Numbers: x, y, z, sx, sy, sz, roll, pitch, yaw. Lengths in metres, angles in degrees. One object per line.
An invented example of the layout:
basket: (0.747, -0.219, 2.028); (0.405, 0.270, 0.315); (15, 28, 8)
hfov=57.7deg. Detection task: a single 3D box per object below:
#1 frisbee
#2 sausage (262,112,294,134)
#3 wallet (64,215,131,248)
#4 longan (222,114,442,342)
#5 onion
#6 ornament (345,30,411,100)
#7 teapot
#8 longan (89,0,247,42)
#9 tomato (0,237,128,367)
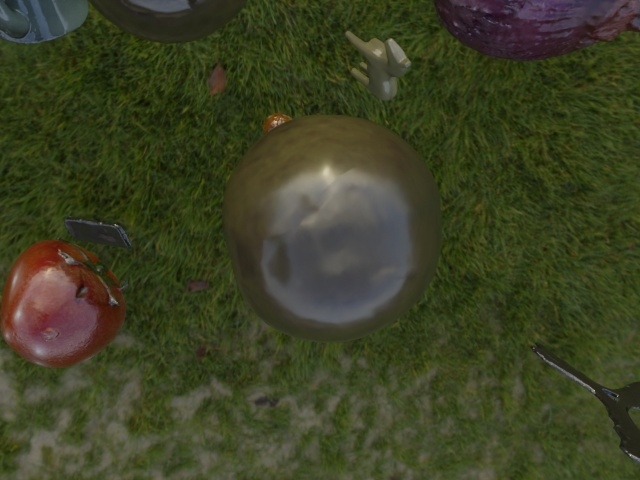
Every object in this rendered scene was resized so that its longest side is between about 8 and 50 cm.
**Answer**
frisbee: (0.346, 0.185, 0.720); (0.187, 0.211, 0.012); (34, 116, 20)
sausage: (-0.025, -0.134, 1.235); (0.102, 0.076, 0.302); (-24, 109, -1)
wallet: (-0.519, -0.018, 1.351); (0.156, 0.018, 0.082); (7, 138, 18)
longan: (0.012, -0.020, 0.776); (0.318, 0.319, 0.319); (-2, 114, -5)
onion: (0.282, -0.333, 0.740); (0.159, 0.348, 0.267); (-34, 145, -29)
ornament: (0.158, -0.463, 1.526); (0.061, 0.245, 0.230); (-37, 150, -10)
teapot: (-0.447, -0.412, 0.868); (0.162, 0.239, 0.149); (4, 148, -2)
longan: (-0.339, -0.617, 1.280); (0.404, 0.336, 0.404); (-8, 156, -4)
tomato: (-0.334, 0.084, 0.749); (0.167, 0.167, 0.167); (-2, 114, -5)
